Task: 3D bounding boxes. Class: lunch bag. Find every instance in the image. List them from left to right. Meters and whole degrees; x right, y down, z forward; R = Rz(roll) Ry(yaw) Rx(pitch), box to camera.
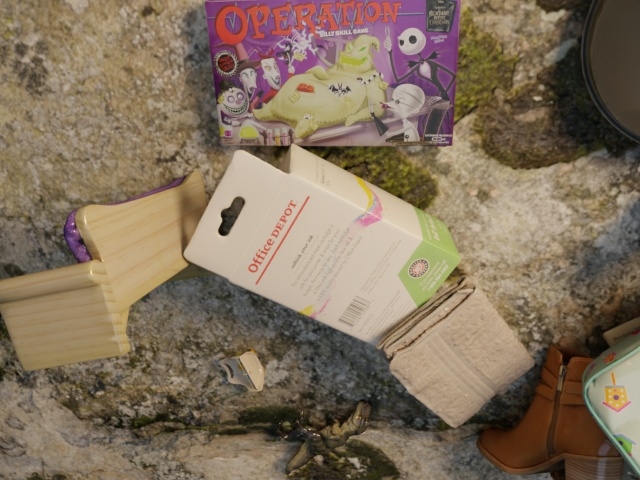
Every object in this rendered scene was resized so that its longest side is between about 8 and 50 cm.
[{"bbox_3d":[0.506,0.208,0.755,0.279,0.108,0.224,-39,76,15],"label":"lunch bag"}]

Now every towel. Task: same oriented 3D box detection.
[{"bbox_3d":[0.224,0.188,0.916,0.187,0.049,0.282,-40,127,7],"label":"towel"}]

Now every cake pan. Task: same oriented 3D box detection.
[{"bbox_3d":[0.462,-0.237,0.680,0.293,0.054,0.294,15,119,28],"label":"cake pan"}]

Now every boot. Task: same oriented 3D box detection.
[{"bbox_3d":[0.373,0.285,0.963,0.108,0.283,0.220,3,86,-21],"label":"boot"}]

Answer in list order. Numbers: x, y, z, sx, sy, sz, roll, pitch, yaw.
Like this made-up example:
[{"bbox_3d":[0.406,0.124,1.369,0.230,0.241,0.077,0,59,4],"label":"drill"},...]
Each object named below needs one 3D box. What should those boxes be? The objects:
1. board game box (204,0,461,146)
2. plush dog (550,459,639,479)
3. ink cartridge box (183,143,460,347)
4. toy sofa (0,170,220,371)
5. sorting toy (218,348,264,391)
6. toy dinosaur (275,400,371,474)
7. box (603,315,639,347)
[{"bbox_3d":[0.017,-0.238,0.820,0.346,0.056,0.208,1,112,9],"label":"board game box"},{"bbox_3d":[0.522,0.399,0.981,0.262,0.211,0.225,22,144,1],"label":"plush dog"},{"bbox_3d":[0.000,0.000,0.868,0.353,0.119,0.207,26,117,-14],"label":"ink cartridge box"},{"bbox_3d":[-0.276,0.021,0.815,0.150,0.362,0.177,-11,102,15],"label":"toy sofa"},{"bbox_3d":[-0.153,0.242,1.085,0.075,0.045,0.083,-14,113,24],"label":"sorting toy"},{"bbox_3d":[-0.022,0.382,1.120,0.118,0.064,0.268,39,119,-17],"label":"toy dinosaur"},{"bbox_3d":[0.543,0.239,0.852,0.113,0.094,0.275,-33,68,20],"label":"box"}]
